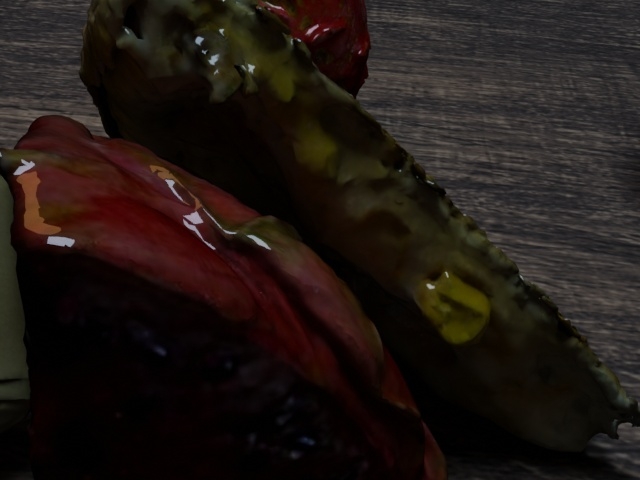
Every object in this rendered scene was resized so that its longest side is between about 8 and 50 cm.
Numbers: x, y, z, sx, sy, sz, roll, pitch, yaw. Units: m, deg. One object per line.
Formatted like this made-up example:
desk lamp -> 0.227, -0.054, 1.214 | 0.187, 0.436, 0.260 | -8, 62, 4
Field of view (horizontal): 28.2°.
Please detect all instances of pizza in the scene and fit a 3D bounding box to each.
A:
pizza -> -0.025, -0.020, 0.849 | 0.080, 0.435, 0.392 | -50, 26, -11

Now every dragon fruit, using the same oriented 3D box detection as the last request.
dragon fruit -> -0.053, -0.208, 1.196 | 0.210, 0.268, 0.205 | -41, 47, -15
dragon fruit -> -0.048, 0.028, 0.683 | 0.228, 0.286, 0.329 | -4, 31, -7

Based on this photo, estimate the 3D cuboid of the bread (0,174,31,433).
bread -> -0.271, 0.030, 0.728 | 0.212, 0.142, 0.224 | 9, 62, -43
